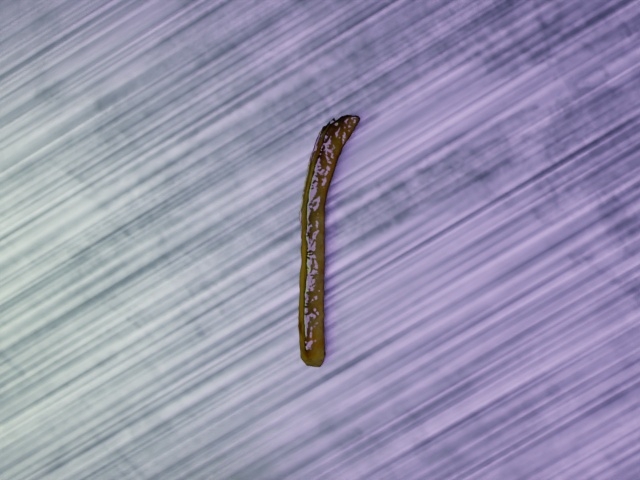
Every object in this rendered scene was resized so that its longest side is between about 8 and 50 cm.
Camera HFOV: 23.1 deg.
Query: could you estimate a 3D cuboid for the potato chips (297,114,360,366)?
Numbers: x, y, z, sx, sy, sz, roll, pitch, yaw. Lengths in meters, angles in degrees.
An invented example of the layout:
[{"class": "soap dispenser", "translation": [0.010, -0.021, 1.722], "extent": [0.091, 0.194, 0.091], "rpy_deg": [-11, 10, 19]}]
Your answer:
[{"class": "potato chips", "translation": [0.000, 0.000, 1.246], "extent": [0.037, 0.026, 0.204], "rpy_deg": [7, 92, -9]}]
